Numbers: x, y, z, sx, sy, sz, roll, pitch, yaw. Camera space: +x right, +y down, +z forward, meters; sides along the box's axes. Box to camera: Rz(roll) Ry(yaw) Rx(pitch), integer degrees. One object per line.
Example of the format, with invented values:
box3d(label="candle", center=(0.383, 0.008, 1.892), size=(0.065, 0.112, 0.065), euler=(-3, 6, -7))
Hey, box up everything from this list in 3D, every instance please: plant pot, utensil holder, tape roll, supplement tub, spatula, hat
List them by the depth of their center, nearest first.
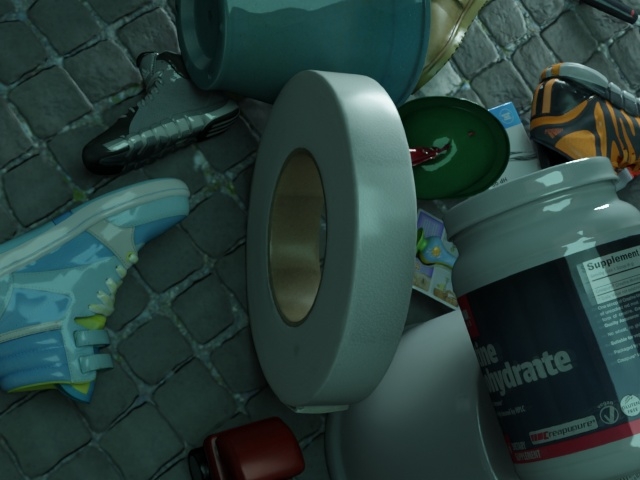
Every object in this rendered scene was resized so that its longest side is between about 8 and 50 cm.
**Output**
box3d(label="supplement tub", center=(0.235, 0.078, 1.011), size=(0.191, 0.191, 0.272), euler=(-14, 80, -24))
box3d(label="tape roll", center=(0.000, 0.000, 1.258), size=(0.072, 0.392, 0.392), euler=(2, 75, -21))
box3d(label="utensil holder", center=(0.223, 0.222, 1.284), size=(0.327, 0.385, 0.328), euler=(6, 73, -19))
box3d(label="plant pot", center=(-0.038, -0.286, 1.377), size=(0.255, 0.271, 0.272), euler=(-8, 79, -26))
box3d(label="hat", center=(0.142, -0.074, 1.420), size=(0.208, 0.173, 0.183), euler=(4, 39, 8))
box3d(label="spatula", center=(0.524, -0.344, 1.753), size=(0.296, 0.030, 0.084), euler=(28, 66, -12))

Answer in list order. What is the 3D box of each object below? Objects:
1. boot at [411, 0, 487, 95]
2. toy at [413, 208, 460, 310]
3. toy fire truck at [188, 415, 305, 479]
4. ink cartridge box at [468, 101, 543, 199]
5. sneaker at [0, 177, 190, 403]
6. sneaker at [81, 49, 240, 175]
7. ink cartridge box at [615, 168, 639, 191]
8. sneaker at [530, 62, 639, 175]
box3d(label="boot", center=(0.089, -0.365, 1.564), size=(0.269, 0.089, 0.236), euler=(38, 55, -8))
box3d(label="toy", center=(0.232, 0.048, 1.502), size=(0.237, 0.056, 0.137), euler=(26, 51, -8))
box3d(label="toy fire truck", center=(-0.063, 0.314, 1.222), size=(0.158, 0.246, 0.217), euler=(-12, 80, -24))
box3d(label="ink cartridge box", center=(0.261, -0.097, 1.565), size=(0.104, 0.060, 0.180), euler=(-21, 84, -25))
box3d(label="sneaker", center=(-0.264, 0.070, 1.283), size=(0.319, 0.127, 0.208), euler=(-28, 85, -16))
box3d(label="sneaker", center=(-0.226, -0.173, 1.394), size=(0.228, 0.086, 0.132), euler=(-24, 80, -35))
box3d(label="ink cartridge box", center=(0.436, -0.150, 1.658), size=(0.179, 0.045, 0.145), euler=(-28, 87, -23))
box3d(label="sneaker", center=(0.438, -0.114, 1.573), size=(0.321, 0.124, 0.180), euler=(21, 68, -9))
